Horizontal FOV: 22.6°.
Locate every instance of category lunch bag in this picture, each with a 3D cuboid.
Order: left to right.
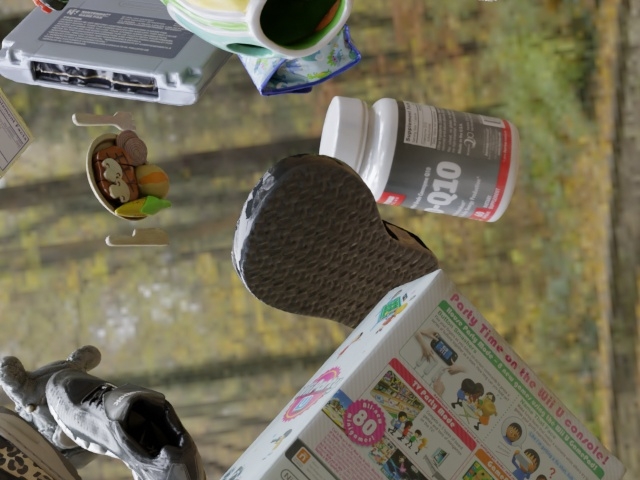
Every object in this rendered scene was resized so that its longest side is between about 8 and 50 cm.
[{"bbox_3d":[-0.038,-0.274,2.227,0.129,0.151,0.096,61,178,44],"label":"lunch bag"}]

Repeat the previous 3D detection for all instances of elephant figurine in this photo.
[{"bbox_3d":[-0.352,0.224,2.211,0.186,0.169,0.239,-49,-8,-41],"label":"elephant figurine"}]

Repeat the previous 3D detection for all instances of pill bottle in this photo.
[{"bbox_3d":[0.148,-0.128,2.451,0.161,0.283,0.161,-171,90,-80],"label":"pill bottle"}]

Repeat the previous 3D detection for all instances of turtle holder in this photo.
[{"bbox_3d":[-0.086,-0.344,1.856,0.227,0.243,0.320,53,177,37],"label":"turtle holder"}]

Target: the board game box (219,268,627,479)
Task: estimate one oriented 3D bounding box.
[{"bbox_3d":[0.057,0.206,1.205,0.224,0.303,0.097,47,153,-7],"label":"board game box"}]

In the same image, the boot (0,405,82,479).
[{"bbox_3d":[-0.352,0.400,1.866,0.284,0.377,0.138,-40,-7,-42],"label":"boot"}]

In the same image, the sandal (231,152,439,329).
[{"bbox_3d":[-0.001,0.002,1.770,0.107,0.167,0.446,45,-177,26],"label":"sandal"}]

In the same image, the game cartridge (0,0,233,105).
[{"bbox_3d":[-0.261,-0.264,2.142,0.196,0.294,0.060,-62,-25,-45],"label":"game cartridge"}]

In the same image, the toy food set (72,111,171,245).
[{"bbox_3d":[-0.252,-0.087,2.105,0.132,0.038,0.192,-4,-107,-53],"label":"toy food set"}]

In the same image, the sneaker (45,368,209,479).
[{"bbox_3d":[-0.196,0.180,1.623,0.234,0.078,0.106,35,141,33],"label":"sneaker"}]

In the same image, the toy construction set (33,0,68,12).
[{"bbox_3d":[-0.375,-0.385,1.880,0.327,0.151,0.215,-12,-124,-52],"label":"toy construction set"}]

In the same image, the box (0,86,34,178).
[{"bbox_3d":[-0.578,-0.106,2.351,0.117,0.213,0.243,59,-146,-23],"label":"box"}]
